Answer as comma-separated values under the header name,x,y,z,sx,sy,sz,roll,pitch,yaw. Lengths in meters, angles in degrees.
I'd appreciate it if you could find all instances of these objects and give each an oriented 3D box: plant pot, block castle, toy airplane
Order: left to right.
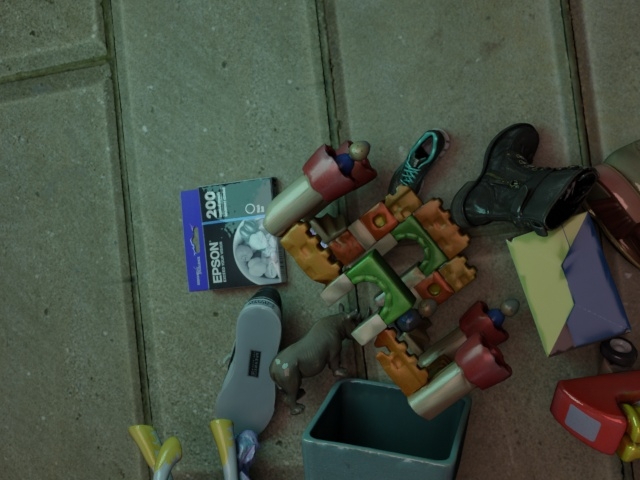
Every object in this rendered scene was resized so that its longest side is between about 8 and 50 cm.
name,x,y,z,sx,sy,sz,roll,pitch,yaw
plant pot,0.115,0.413,1.499,0.247,0.248,0.252,6,107,15
block castle,0.135,0.040,1.446,0.213,0.303,0.453,-40,89,14
toy airplane,0.599,0.310,1.329,0.384,0.272,0.386,-29,110,27

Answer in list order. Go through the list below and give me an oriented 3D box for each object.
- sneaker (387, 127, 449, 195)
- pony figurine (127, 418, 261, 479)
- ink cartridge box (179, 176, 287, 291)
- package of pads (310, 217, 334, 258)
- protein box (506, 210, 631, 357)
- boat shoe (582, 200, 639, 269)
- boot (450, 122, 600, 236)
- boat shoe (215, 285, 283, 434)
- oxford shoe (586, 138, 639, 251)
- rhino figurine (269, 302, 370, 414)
name,x,y,z,sx,sy,sz,roll,pitch,yaw
sneaker,0.169,-0.135,1.580,0.065,0.076,0.166,31,96,15
pony figurine,-0.174,0.504,1.510,0.303,0.351,0.363,-35,51,39
ink cartridge box,-0.177,-0.010,1.686,0.208,0.045,0.206,-7,87,16
package of pads,0.000,0.000,1.644,0.050,0.032,0.083,0,88,14
protein box,0.408,0.071,1.444,0.136,0.201,0.199,-20,83,14
boat shoe,0.507,-0.030,1.492,0.060,0.064,0.178,-37,77,13
boot,0.356,-0.100,1.428,0.091,0.229,0.263,50,64,-26
boat shoe,-0.126,0.228,1.631,0.113,0.105,0.306,8,115,4
oxford shoe,0.595,0.007,1.391,0.147,0.140,0.397,-37,85,-8
rhino figurine,0.007,0.195,1.573,0.243,0.073,0.106,-39,114,-23
